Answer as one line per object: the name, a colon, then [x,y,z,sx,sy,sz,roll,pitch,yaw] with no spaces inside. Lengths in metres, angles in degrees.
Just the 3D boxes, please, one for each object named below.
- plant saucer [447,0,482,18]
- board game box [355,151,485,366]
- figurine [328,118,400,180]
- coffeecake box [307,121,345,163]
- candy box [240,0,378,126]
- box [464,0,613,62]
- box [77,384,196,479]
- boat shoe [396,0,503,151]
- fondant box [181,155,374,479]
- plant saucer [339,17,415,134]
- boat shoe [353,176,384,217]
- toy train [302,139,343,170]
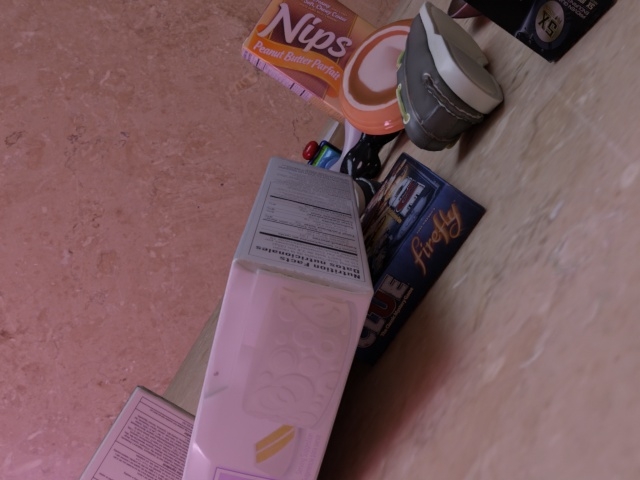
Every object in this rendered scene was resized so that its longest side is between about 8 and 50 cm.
plant saucer: [0.298,-0.451,1.006,0.311,0.050,0.310,-56,7,11]
board game box: [0.069,0.003,0.680,0.165,0.042,0.243,-56,8,10]
figurine: [0.072,-0.167,1.176,0.210,0.092,0.215,-64,8,-11]
coffeecake box: [0.031,-0.206,1.598,0.142,0.068,0.185,-61,9,-18]
candy box: [0.021,-0.362,1.365,0.183,0.316,0.087,-58,9,-4]
box: [0.189,-0.272,0.629,0.077,0.147,0.180,-48,13,48]
box: [-0.276,0.356,1.038,0.232,0.148,0.127,-60,8,-16]
boat shoe: [0.137,-0.198,0.802,0.091,0.109,0.305,-48,15,27]
fondant box: [-0.039,0.078,0.606,0.330,0.096,0.238,-86,11,-72]
plant saucer: [0.107,-0.259,1.055,0.199,0.037,0.200,-18,59,32]
boat shoe: [0.021,0.014,0.889,0.079,0.084,0.233,-12,-36,-41]
toy train: [-0.028,-0.073,1.357,0.248,0.105,0.143,-57,15,7]
